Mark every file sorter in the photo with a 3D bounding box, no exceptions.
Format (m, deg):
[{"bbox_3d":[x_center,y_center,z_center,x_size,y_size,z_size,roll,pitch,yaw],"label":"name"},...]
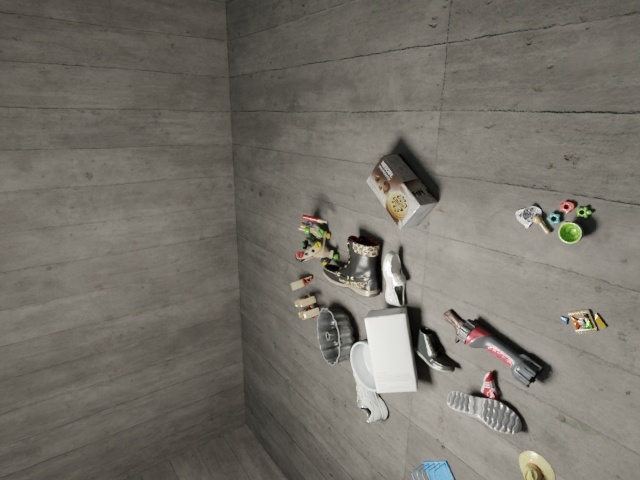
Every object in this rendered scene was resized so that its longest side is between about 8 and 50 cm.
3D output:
[{"bbox_3d":[0.536,1.129,1.901,0.170,0.105,0.118,-45,62,51],"label":"file sorter"}]

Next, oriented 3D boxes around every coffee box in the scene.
[{"bbox_3d":[0.351,-0.218,1.762,0.297,0.119,0.168,60,143,24],"label":"coffee box"}]

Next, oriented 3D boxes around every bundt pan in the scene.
[{"bbox_3d":[0.095,0.542,2.307,0.331,0.124,0.330,176,90,-68],"label":"bundt pan"}]

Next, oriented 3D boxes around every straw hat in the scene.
[{"bbox_3d":[0.793,0.873,1.498,0.145,0.061,0.144,22,117,51],"label":"straw hat"}]

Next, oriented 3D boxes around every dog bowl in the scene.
[{"bbox_3d":[0.281,0.652,2.127,0.265,0.104,0.264,22,117,50],"label":"dog bowl"}]

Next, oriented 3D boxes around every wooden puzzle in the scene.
[{"bbox_3d":[0.843,0.261,1.291,0.116,0.014,0.078,-40,67,52],"label":"wooden puzzle"}]

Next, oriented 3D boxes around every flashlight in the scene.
[{"bbox_3d":[0.666,0.425,1.519,0.304,0.103,0.103,40,157,41],"label":"flashlight"}]

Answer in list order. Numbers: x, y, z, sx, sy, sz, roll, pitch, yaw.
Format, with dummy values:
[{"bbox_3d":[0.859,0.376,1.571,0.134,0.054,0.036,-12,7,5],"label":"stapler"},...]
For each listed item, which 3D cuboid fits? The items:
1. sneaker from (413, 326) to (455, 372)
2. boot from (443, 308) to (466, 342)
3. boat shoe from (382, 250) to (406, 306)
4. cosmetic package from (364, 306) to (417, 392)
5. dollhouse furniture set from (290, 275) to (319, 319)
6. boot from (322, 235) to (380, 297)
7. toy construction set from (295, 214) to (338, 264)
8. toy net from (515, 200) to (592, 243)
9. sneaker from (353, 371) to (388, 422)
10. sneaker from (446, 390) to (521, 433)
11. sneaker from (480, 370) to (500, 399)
[{"bbox_3d":[0.505,0.484,1.777,0.222,0.083,0.118,30,123,49],"label":"sneaker"},{"bbox_3d":[0.561,0.363,1.703,0.114,0.037,0.106,41,119,39],"label":"boot"},{"bbox_3d":[0.362,0.183,1.889,0.096,0.098,0.276,19,124,51],"label":"boat shoe"},{"bbox_3d":[0.338,0.513,1.893,0.197,0.155,0.364,-7,92,15],"label":"cosmetic package"},{"bbox_3d":[-0.083,0.368,2.532,0.262,0.135,0.258,139,113,-74],"label":"dollhouse furniture set"},{"bbox_3d":[0.164,0.112,2.107,0.378,0.138,0.283,24,119,46],"label":"boot"},{"bbox_3d":[0.000,0.000,2.280,0.238,0.257,0.308,14,139,7],"label":"toy construction set"},{"bbox_3d":[0.743,-0.075,1.309,0.232,0.045,0.121,26,120,49],"label":"toy net"},{"bbox_3d":[0.254,0.850,2.201,0.297,0.130,0.111,61,144,25],"label":"sneaker"},{"bbox_3d":[0.663,0.684,1.616,0.282,0.115,0.105,15,74,39],"label":"sneaker"},{"bbox_3d":[0.680,0.576,1.589,0.067,0.042,0.118,37,136,49],"label":"sneaker"}]
